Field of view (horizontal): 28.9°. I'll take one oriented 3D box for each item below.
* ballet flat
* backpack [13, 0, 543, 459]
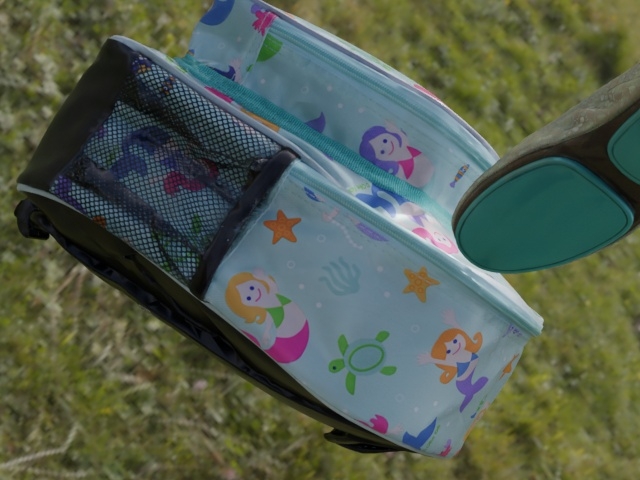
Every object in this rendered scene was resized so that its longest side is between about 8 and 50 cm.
[{"bbox_3d":[0.119,-0.037,0.485,0.057,0.168,0.052,44,48,-11],"label":"ballet flat"},{"bbox_3d":[0.000,0.000,0.666,0.253,0.191,0.225,39,2,19],"label":"backpack"}]
